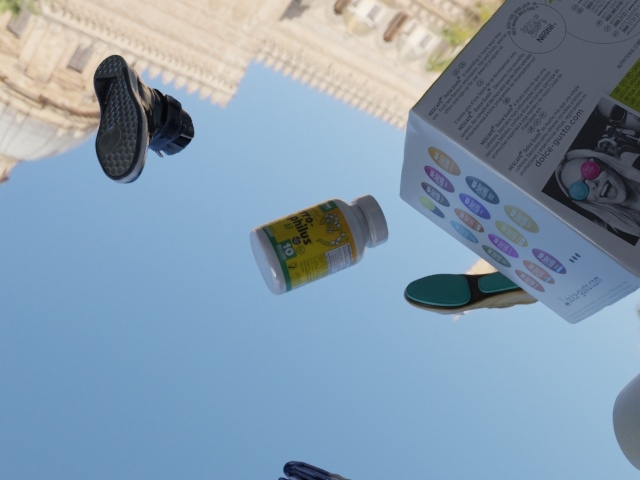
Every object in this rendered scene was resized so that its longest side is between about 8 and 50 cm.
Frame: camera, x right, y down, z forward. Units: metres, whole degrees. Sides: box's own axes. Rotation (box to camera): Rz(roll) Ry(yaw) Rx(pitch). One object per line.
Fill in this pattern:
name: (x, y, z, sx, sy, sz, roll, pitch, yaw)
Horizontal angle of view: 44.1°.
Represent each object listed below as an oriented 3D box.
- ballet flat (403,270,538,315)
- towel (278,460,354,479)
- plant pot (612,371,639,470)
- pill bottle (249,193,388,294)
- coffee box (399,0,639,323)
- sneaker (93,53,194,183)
ballet flat: (0.258, 0.095, 1.322, 0.073, 0.232, 0.080, 70, -162, -44)
towel: (0.118, 0.284, 0.765, 0.285, 0.034, 0.209, 6, 157, 42)
plant pot: (0.497, 0.205, 0.948, 0.257, 0.274, 0.256, 9, -113, -22)
pill bottle: (0.000, 0.000, 1.286, 0.209, 0.117, 0.117, -21, -125, -14)
coffee box: (0.338, -0.137, 1.060, 0.334, 0.338, 0.337, 38, 171, 12)
sneaker: (-0.248, -0.147, 1.151, 0.163, 0.086, 0.226, 43, -152, -50)
